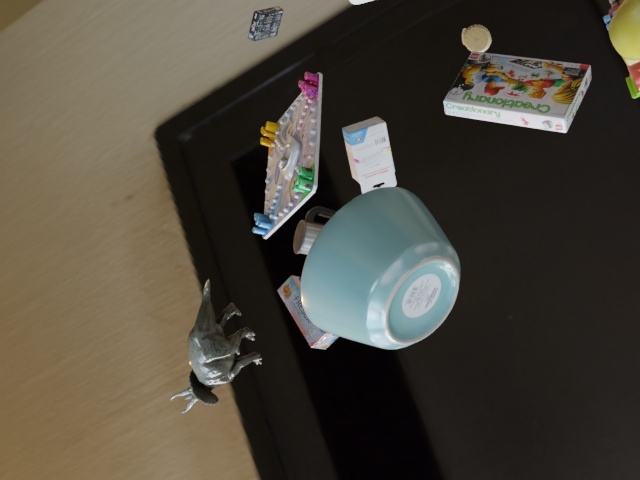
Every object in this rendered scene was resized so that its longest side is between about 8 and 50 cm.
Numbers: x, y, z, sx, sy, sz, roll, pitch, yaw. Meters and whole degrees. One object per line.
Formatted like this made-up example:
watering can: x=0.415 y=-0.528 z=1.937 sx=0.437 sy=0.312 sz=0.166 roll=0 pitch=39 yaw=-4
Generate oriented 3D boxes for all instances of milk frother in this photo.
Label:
milk frother: x=0.000 y=0.000 z=2.271 sx=0.135 sy=0.143 sz=0.129 roll=13 pitch=-124 yaw=-17

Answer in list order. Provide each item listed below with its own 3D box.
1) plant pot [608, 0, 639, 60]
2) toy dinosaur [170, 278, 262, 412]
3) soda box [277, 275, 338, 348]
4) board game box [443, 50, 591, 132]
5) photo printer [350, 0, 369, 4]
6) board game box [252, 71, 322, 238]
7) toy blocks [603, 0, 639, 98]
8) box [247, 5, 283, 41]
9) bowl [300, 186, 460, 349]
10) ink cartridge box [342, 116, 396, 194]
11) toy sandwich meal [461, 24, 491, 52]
plant pot: x=0.510 y=-0.334 z=1.450 sx=0.134 sy=0.095 sz=0.134 roll=18 pitch=-119 yaw=-34
toy dinosaur: x=-0.218 y=0.229 z=1.923 sx=0.121 sy=0.313 sz=0.160 roll=32 pitch=-133 yaw=30
soda box: x=-0.028 y=0.171 z=2.211 sx=0.063 sy=0.058 sz=0.183 roll=14 pitch=-143 yaw=-52
board game box: x=0.475 y=-0.363 z=2.248 sx=0.193 sy=0.305 sz=0.053 roll=-59 pitch=-33 yaw=-30
photo printer: x=0.152 y=-0.606 z=1.829 sx=0.256 sy=0.308 sz=0.107 roll=45 pitch=-136 yaw=-49
board game box: x=-0.103 y=-0.250 z=2.760 sx=0.050 sy=0.390 sz=0.389 roll=13 pitch=-116 yaw=-21
toy blocks: x=0.654 y=-0.390 z=1.825 sx=0.261 sy=0.191 sz=0.381 roll=11 pitch=-119 yaw=-54
box: x=-0.122 y=-0.485 z=2.077 sx=0.018 sy=0.067 sz=0.083 roll=36 pitch=-141 yaw=23
bowl: x=0.134 y=0.075 z=1.694 sx=0.163 sy=0.311 sz=0.311 roll=38 pitch=180 yaw=44
ink cartridge box: x=0.129 y=-0.219 z=2.426 sx=0.061 sy=0.104 sz=0.181 roll=-132 pitch=26 yaw=-62
toy sandwich meal: x=0.420 y=-0.542 z=2.487 sx=0.085 sy=0.086 sz=0.029 roll=59 pitch=-143 yaw=-9
